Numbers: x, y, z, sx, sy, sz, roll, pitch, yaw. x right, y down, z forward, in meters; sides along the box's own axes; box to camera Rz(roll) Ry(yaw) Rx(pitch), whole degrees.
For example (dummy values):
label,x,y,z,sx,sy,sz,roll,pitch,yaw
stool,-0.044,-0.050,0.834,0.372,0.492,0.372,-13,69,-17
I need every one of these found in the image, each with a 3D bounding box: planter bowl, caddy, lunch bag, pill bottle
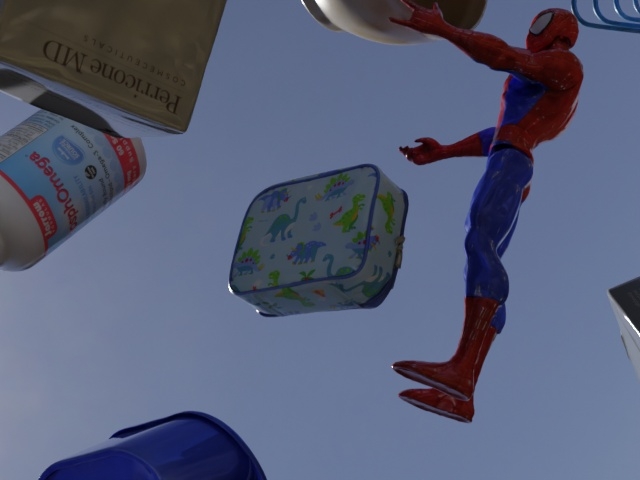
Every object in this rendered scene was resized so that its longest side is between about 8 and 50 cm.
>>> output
label,x,y,z,sx,sy,sz,roll,pitch,yaw
planter bowl,0.045,-0.224,0.883,0.162,0.109,0.162,17,-113,-47
caddy,-0.202,0.352,1.419,0.179,0.341,0.241,-15,-95,-49
lunch bag,0.000,0.000,1.387,0.090,0.218,0.176,40,-130,-42
pill bottle,-0.205,-0.034,0.791,0.160,0.087,0.087,-45,-38,-35

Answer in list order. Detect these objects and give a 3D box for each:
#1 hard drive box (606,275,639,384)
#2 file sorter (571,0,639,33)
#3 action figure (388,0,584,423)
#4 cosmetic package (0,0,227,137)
label,x,y,z,sx,sy,sz,roll,pitch,yaw
hard drive box,0.309,0.073,0.644,0.232,0.089,0.181,-23,-65,4
file sorter,0.287,-0.226,0.899,0.170,0.104,0.118,-18,-64,-49
action figure,0.081,-0.043,0.715,0.091,0.139,0.280,77,-144,-66
cosmetic package,-0.101,-0.179,0.583,0.117,0.085,0.231,20,-99,-37
